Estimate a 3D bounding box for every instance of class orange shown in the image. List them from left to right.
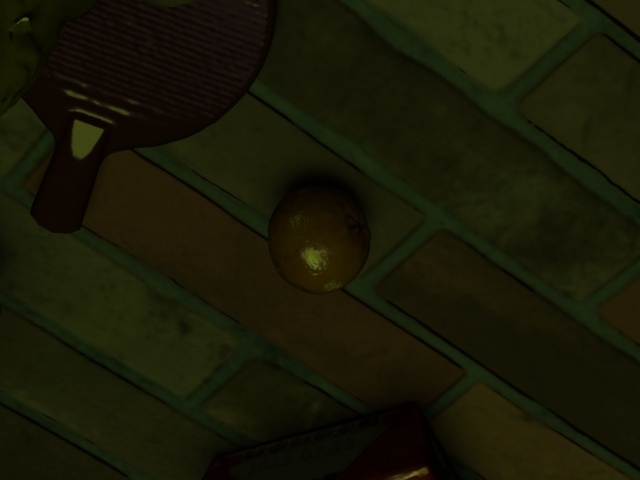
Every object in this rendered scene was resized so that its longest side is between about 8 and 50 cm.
[{"bbox_3d":[0.000,0.000,1.146,0.070,0.083,0.083,-8,128,25],"label":"orange"}]

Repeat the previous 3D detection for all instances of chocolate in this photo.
[{"bbox_3d":[0.031,0.269,1.340,0.234,0.108,0.237,-18,123,18],"label":"chocolate"}]

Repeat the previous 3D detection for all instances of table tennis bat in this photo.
[{"bbox_3d":[-0.147,-0.129,1.084,0.200,0.038,0.310,19,127,-10],"label":"table tennis bat"}]

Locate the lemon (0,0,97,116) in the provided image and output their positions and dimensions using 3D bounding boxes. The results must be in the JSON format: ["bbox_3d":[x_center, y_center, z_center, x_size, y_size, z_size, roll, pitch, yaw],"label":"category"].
[{"bbox_3d":[-0.286,-0.173,0.925,0.319,0.245,0.245,8,129,9],"label":"lemon"}]

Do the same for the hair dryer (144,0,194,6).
[{"bbox_3d":[-0.005,-0.257,0.866,0.344,0.107,0.189,-10,125,29],"label":"hair dryer"}]
